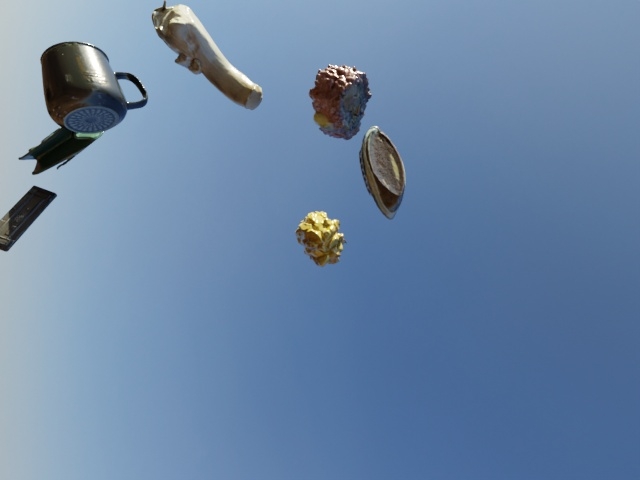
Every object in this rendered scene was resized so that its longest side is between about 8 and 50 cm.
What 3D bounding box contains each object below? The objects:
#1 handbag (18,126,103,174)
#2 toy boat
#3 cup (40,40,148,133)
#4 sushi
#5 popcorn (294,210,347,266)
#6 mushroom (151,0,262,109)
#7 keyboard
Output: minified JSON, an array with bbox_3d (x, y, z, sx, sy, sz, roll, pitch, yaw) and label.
[{"bbox_3d":[-0.702,-0.325,1.185,0.238,0.089,0.327,-28,-146,11],"label":"handbag"},{"bbox_3d":[0.167,-0.188,1.141,0.115,0.114,0.262,123,-46,-67],"label":"toy boat"},{"bbox_3d":[-0.542,-0.366,0.980,0.169,0.223,0.177,-37,-107,56],"label":"cup"},{"bbox_3d":[0.061,-0.503,1.492,0.170,0.270,0.237,25,-100,18],"label":"sushi"},{"bbox_3d":[0.000,0.000,0.561,0.083,0.057,0.082,62,-17,-20],"label":"popcorn"},{"bbox_3d":[-0.241,-0.396,0.889,0.096,0.278,0.099,-17,-143,51],"label":"mushroom"},{"bbox_3d":[-0.745,-0.059,1.013,0.013,0.061,0.205,126,-18,-46],"label":"keyboard"}]
